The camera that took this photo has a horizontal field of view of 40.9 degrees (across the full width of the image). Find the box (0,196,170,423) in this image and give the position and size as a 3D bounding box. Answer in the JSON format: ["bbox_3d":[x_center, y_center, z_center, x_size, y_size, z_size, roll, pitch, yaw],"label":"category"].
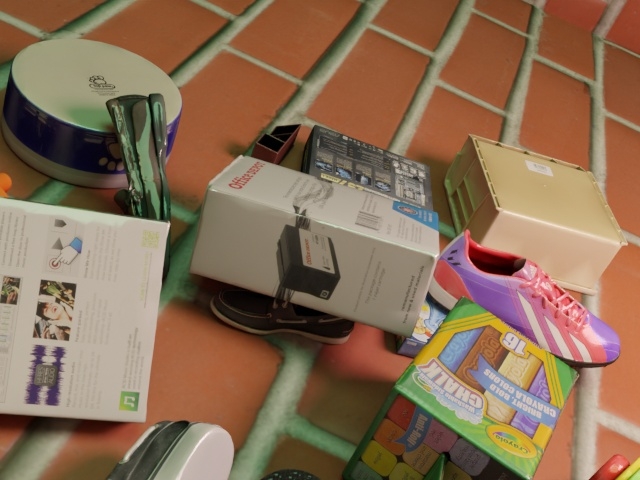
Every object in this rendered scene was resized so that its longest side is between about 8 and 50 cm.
[{"bbox_3d":[-0.338,0.070,0.932,0.322,0.058,0.232,9,81,-22],"label":"box"}]

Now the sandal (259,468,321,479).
[{"bbox_3d":[-0.070,0.308,0.924,0.179,0.040,0.067,-28,54,-31],"label":"sandal"}]

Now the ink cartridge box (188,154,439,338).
[{"bbox_3d":[0.000,0.000,1.190,0.307,0.129,0.223,17,18,3],"label":"ink cartridge box"}]

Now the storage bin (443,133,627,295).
[{"bbox_3d":[0.381,-0.056,1.566,0.262,0.123,0.260,14,37,-14],"label":"storage bin"}]

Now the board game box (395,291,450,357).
[{"bbox_3d":[0.209,0.137,1.295,0.201,0.035,0.136,16,37,-13],"label":"board game box"}]

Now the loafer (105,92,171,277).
[{"bbox_3d":[-0.254,-0.077,1.195,0.084,0.096,0.268,-1,74,-15],"label":"loafer"}]

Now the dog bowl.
[{"bbox_3d":[-0.354,-0.203,1.339,0.264,0.104,0.265,16,37,-12],"label":"dog bowl"}]

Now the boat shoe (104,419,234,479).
[{"bbox_3d":[-0.199,0.289,0.822,0.102,0.108,0.301,4,41,28],"label":"boat shoe"}]

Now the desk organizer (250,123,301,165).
[{"bbox_3d":[-0.079,-0.168,1.500,0.047,0.050,0.130,27,36,3],"label":"desk organizer"}]

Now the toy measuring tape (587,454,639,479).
[{"bbox_3d":[0.355,0.346,1.050,0.330,0.121,0.121,-18,54,-43],"label":"toy measuring tape"}]

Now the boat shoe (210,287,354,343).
[{"bbox_3d":[-0.047,0.089,1.182,0.206,0.065,0.075,13,37,-16],"label":"boat shoe"}]

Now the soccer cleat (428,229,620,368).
[{"bbox_3d":[0.320,0.091,1.287,0.318,0.116,0.109,24,35,-1],"label":"soccer cleat"}]

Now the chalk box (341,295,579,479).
[{"bbox_3d":[0.156,0.236,1.018,0.179,0.180,0.289,35,36,13],"label":"chalk box"}]

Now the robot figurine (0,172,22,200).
[{"bbox_3d":[-0.448,-0.004,1.017,0.128,0.158,0.219,14,31,23],"label":"robot figurine"}]

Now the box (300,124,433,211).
[{"bbox_3d":[0.081,-0.098,1.497,0.232,0.059,0.183,18,36,-11],"label":"box"}]
